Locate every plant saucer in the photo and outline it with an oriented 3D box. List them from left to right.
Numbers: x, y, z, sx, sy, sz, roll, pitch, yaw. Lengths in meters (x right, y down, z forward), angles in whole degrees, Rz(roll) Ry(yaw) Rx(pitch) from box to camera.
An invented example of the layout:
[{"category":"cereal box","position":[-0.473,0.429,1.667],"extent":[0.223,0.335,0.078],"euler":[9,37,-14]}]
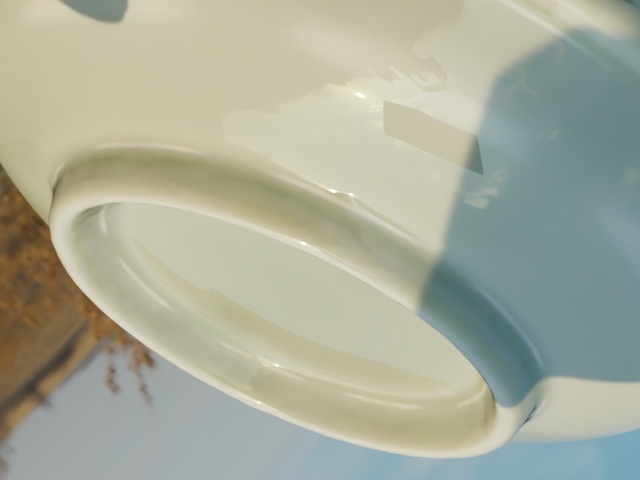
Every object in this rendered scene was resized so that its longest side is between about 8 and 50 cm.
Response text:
[{"category":"plant saucer","position":[0.000,0.000,0.645],"extent":[0.100,0.400,0.400],"euler":[-64,-167,-23]}]
